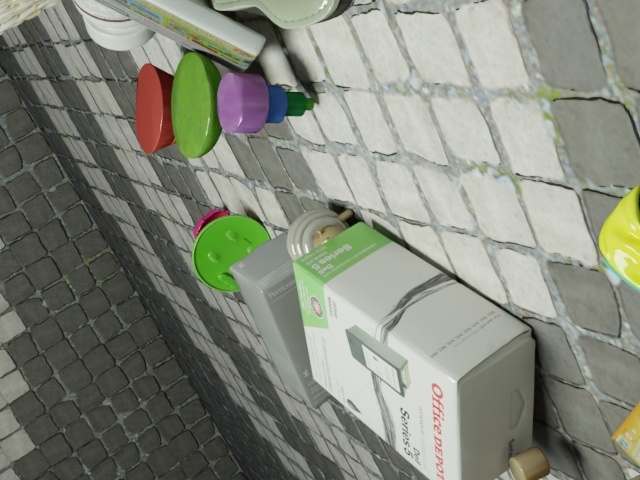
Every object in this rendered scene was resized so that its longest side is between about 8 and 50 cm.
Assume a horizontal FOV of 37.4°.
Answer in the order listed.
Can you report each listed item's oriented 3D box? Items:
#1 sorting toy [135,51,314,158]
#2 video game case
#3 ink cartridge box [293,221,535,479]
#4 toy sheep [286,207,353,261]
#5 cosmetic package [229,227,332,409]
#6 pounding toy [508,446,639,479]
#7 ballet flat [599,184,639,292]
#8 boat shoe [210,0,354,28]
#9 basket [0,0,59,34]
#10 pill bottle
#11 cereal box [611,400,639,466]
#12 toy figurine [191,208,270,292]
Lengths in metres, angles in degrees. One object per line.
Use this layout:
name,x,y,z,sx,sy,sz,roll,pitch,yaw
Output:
sorting toy,-0.119,-0.166,1.183,0.365,0.126,0.127,10,101,60
video game case,-0.175,-0.255,1.051,0.227,0.026,0.206,26,180,-10
ink cartridge box,0.102,0.132,1.074,0.273,0.115,0.198,35,144,42
toy sheep,0.000,0.000,1.188,0.091,0.091,0.132,58,161,-7
cosmetic package,-0.023,0.110,1.366,0.107,0.127,0.238,34,153,48
pounding toy,0.290,0.296,0.982,0.206,0.094,0.181,59,168,20
ballet flat,0.280,0.040,0.618,0.231,0.077,0.077,45,141,34
boat shoe,-0.029,-0.246,0.897,0.228,0.069,0.081,27,117,52
basket,-0.522,-0.476,1.307,0.331,0.328,0.266,53,163,7
pill bottle,-0.262,-0.348,1.200,0.121,0.121,0.221,50,160,17
cereal box,0.351,0.204,0.739,0.240,0.047,0.173,47,159,24
toy figurine,-0.146,0.010,1.570,0.173,0.130,0.159,38,-176,-25
